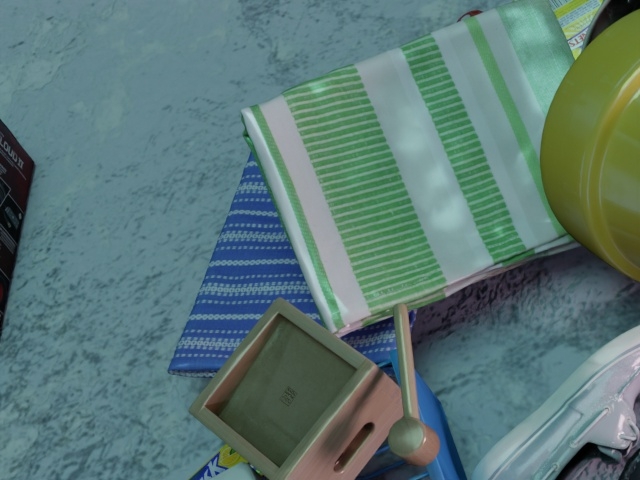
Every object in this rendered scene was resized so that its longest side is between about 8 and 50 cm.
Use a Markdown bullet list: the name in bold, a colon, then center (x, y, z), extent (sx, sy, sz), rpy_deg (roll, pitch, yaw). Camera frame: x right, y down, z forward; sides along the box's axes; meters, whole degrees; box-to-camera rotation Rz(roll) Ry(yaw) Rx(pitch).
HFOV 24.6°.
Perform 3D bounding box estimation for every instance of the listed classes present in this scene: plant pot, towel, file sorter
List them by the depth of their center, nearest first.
- **plant pot**: center (0.352, -0.053, 1.239), extent (0.254, 0.254, 0.239), rpy_deg (-36, 33, -4)
- **file sorter**: center (0.068, 0.209, 1.305), extent (0.104, 0.118, 0.170), rpy_deg (-26, 52, 10)
- **towel**: center (0.113, -0.073, 1.376), extent (0.325, 0.038, 0.248), rpy_deg (-22, 80, -9)
- **towel**: center (0.000, 0.000, 1.482), extent (0.243, 0.040, 0.336), rpy_deg (-2, 46, 22)

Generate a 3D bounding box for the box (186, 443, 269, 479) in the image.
- **box**: center (-0.086, 0.238, 1.382), extent (0.169, 0.059, 0.054), rpy_deg (-42, 54, -8)

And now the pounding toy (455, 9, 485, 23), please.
- **pounding toy**: center (0.148, -0.143, 1.467), extent (0.183, 0.110, 0.237), rpy_deg (37, 58, 26)

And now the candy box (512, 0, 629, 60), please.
- **candy box**: center (0.319, -0.266, 1.564), extent (0.206, 0.027, 0.105), rpy_deg (-29, 68, 1)

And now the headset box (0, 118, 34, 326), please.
- **headset box**: center (-0.461, -0.012, 1.671), extent (0.218, 0.110, 0.293), rpy_deg (-8, 56, 17)

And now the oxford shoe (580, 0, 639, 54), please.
- **oxford shoe**: center (0.381, -0.305, 1.465), extent (0.169, 0.130, 0.449), rpy_deg (16, 76, 35)

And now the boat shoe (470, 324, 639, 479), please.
- **boat shoe**: center (0.237, 0.168, 1.295), extent (0.227, 0.079, 0.081), rpy_deg (-42, 62, -2)

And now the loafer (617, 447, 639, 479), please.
- **loafer**: center (0.255, 0.285, 1.136), extent (0.109, 0.095, 0.302), rpy_deg (3, 59, 23)

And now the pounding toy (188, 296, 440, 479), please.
- **pounding toy**: center (0.028, 0.139, 1.233), extent (0.206, 0.094, 0.181), rpy_deg (33, 81, 39)

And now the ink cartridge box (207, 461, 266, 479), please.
- **ink cartridge box**: center (-0.070, 0.344, 1.234), extent (0.171, 0.168, 0.233), rpy_deg (-27, 52, 4)
